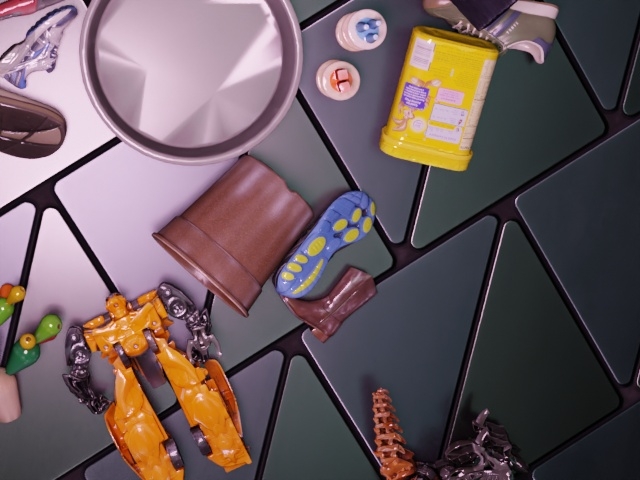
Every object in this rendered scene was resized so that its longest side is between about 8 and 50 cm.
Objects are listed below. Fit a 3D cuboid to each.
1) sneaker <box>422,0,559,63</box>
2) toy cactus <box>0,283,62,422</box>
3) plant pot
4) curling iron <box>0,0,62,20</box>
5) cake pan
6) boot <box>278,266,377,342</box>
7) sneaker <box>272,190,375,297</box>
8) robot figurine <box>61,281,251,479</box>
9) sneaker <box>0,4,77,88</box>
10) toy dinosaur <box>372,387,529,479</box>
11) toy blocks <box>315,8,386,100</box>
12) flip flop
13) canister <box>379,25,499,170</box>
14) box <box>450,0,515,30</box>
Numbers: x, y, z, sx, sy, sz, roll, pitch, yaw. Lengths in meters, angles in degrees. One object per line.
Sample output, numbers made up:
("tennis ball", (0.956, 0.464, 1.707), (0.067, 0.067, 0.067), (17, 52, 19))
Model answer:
("sneaker", (0.230, -0.285, 1.947), (0.192, 0.064, 0.086), (5, 91, -12))
("toy cactus", (-0.442, 0.155, 1.903), (0.219, 0.112, 0.181), (-17, 118, -8))
("plant pot", (-0.107, -0.014, 1.894), (0.167, 0.167, 0.165), (42, 81, -11))
("curling iron", (-0.384, -0.323, 1.870), (0.274, 0.035, 0.068), (-14, 99, -6))
("cake pan", (-0.170, -0.246, 1.901), (0.293, 0.054, 0.293), (-1, 97, -8))
("boot", (0.012, 0.069, 1.974), (0.114, 0.037, 0.106), (-44, 114, 2))
("sneaker", (0.000, 0.000, 1.948), (0.188, 0.078, 0.067), (-47, 109, -16))
("robot figurine", (-0.219, 0.198, 1.934), (0.211, 0.085, 0.291), (-25, 100, -5))
("sneaker", (-0.363, -0.252, 1.880), (0.135, 0.052, 0.058), (-41, 111, 6))
("toy dinosaur", (0.171, 0.351, 1.984), (0.218, 0.164, 0.322), (-30, 122, 13))
("toy blocks", (0.043, -0.243, 1.884), (0.054, 0.148, 0.123), (22, 93, -10))
("flip flop", (-0.457, -0.191, 1.854), (0.277, 0.080, 0.112), (19, 133, -23))
("canister", (0.160, -0.191, 1.923), (0.126, 0.073, 0.170), (12, 111, -7))
("box", (0.210, -0.600, 1.761), (0.472, 0.297, 0.480), (43, 89, -4))
